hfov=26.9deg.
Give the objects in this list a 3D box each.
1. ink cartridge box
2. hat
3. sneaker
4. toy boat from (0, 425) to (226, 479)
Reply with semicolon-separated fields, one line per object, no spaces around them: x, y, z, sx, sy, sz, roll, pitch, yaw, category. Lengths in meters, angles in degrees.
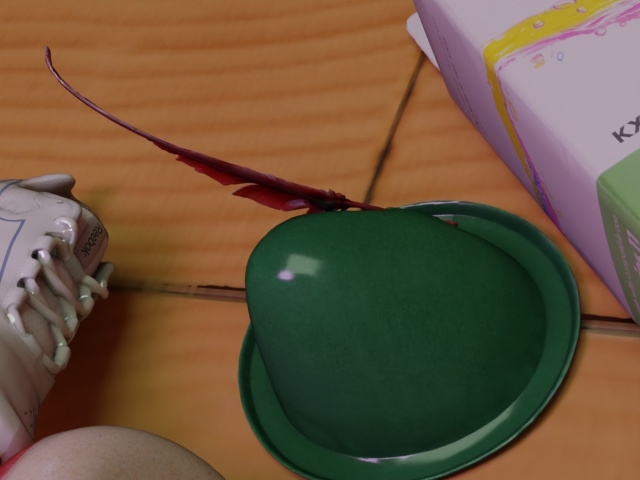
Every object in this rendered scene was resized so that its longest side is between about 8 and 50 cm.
0.179;-0.109;0.676;0.207;0.119;0.353;-31;45;-1;ink cartridge box
0.000;0.000;0.625;0.208;0.183;0.173;-16;47;14;hat
-0.174;0.026;0.709;0.129;0.111;0.297;-22;28;-5;sneaker
-0.117;0.194;0.569;0.151;0.151;0.231;-24;37;49;toy boat
